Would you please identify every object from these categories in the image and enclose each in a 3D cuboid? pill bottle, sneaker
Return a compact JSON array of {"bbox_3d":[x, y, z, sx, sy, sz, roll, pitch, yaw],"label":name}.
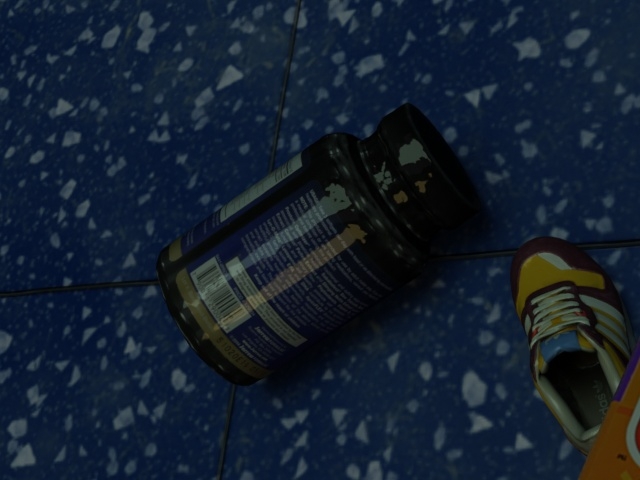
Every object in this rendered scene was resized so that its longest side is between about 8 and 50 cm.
[{"bbox_3d":[0.000,0.000,1.141,0.219,0.123,0.123,-34,53,15],"label":"pill bottle"},{"bbox_3d":[0.164,0.062,1.025,0.069,0.084,0.185,-34,53,15],"label":"sneaker"}]

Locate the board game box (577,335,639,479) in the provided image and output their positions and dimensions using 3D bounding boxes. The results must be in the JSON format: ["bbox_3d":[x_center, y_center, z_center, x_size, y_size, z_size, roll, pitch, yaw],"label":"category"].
[{"bbox_3d":[0.252,0.300,0.595,0.356,0.356,0.356,14,62,28],"label":"board game box"}]
